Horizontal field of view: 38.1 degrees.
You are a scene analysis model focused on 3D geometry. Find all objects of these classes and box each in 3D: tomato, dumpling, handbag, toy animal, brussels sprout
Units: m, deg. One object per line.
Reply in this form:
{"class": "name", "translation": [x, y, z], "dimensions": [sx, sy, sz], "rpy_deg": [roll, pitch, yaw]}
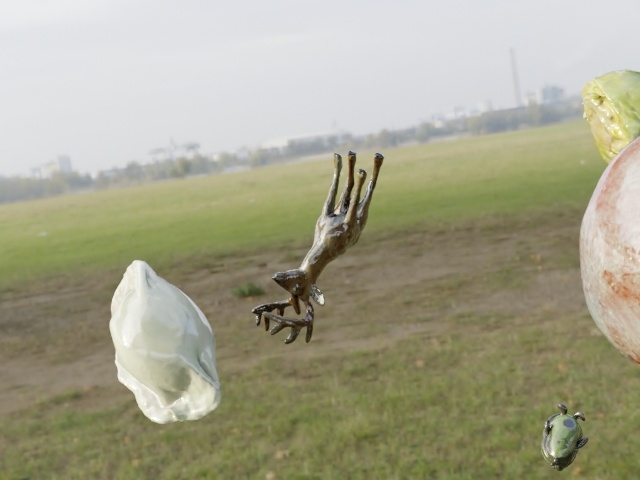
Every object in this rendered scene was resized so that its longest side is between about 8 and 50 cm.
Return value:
{"class": "tomato", "translation": [0.442, 0.015, 1.028], "dimensions": [0.282, 0.316, 0.317], "rpy_deg": [-1, 8, 34]}
{"class": "dumpling", "translation": [-0.212, 0.142, 1.186], "dimensions": [0.124, 0.229, 0.151], "rpy_deg": [6, -47, -51]}
{"class": "handbag", "translation": [0.389, 0.323, 1.488], "dimensions": [0.072, 0.047, 0.111], "rpy_deg": [23, 49, 9]}
{"class": "toy animal", "translation": [0.016, 0.008, 1.304], "dimensions": [0.087, 0.260, 0.243], "rpy_deg": [24, 19, 22]}
{"class": "brussels sprout", "translation": [0.453, -0.180, 1.320], "dimensions": [0.122, 0.151, 0.149], "rpy_deg": [-29, 17, -5]}
